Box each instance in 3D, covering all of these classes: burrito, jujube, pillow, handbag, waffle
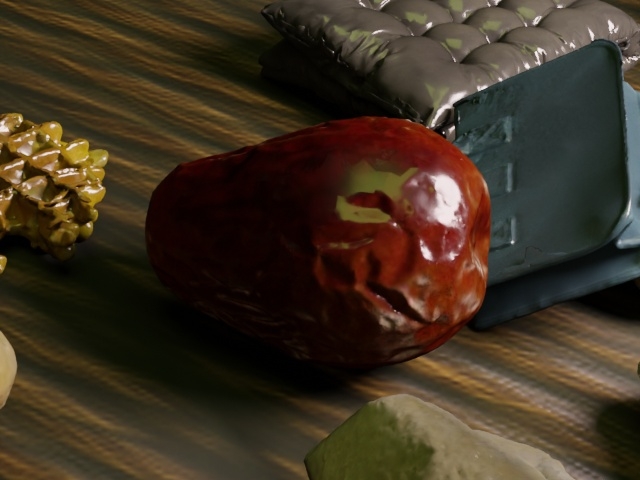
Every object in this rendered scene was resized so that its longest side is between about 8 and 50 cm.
[{"bbox_3d":[0.111,0.208,1.057,0.190,0.135,0.332,1,35,-17],"label":"burrito"},{"bbox_3d":[0.000,0.000,1.312,0.255,0.190,0.190,3,32,24],"label":"jujube"},{"bbox_3d":[0.127,-0.191,1.667,0.326,0.101,0.228,-28,51,-36],"label":"pillow"},{"bbox_3d":[0.178,-0.045,1.414,0.179,0.062,0.229,-21,40,23],"label":"handbag"},{"bbox_3d":[-0.291,-0.038,1.416,0.231,0.051,0.229,7,35,2],"label":"waffle"}]

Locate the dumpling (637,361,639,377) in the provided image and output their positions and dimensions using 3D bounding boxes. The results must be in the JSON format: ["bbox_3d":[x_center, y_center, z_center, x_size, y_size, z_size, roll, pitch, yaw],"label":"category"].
[{"bbox_3d":[0.319,0.129,1.234,0.152,0.108,0.219,-15,43,-28],"label":"dumpling"}]

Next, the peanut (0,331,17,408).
[{"bbox_3d":[-0.358,0.073,1.170,0.313,0.152,0.152,14,36,4],"label":"peanut"}]

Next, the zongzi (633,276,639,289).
[{"bbox_3d":[0.238,-0.028,1.454,0.197,0.099,0.194,3,32,6],"label":"zongzi"}]
